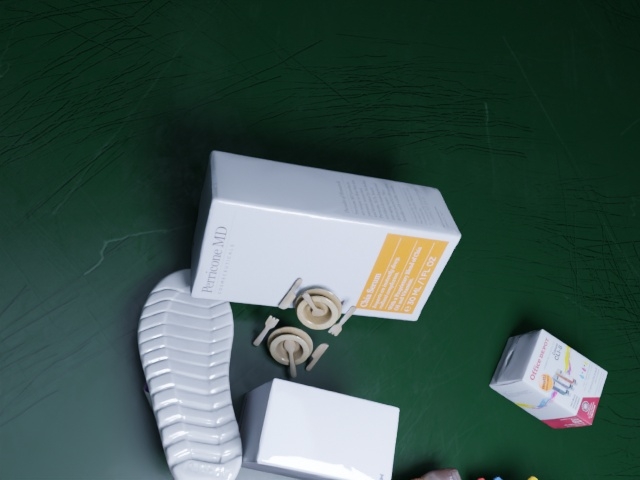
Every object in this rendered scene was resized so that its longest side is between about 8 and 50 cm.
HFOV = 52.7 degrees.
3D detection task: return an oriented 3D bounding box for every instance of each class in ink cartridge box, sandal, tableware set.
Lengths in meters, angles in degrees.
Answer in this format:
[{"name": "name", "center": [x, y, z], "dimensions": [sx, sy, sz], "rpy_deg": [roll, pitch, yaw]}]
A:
[{"name": "ink cartridge box", "center": [0.476, 0.291, 1.357], "dimensions": [0.176, 0.127, 0.128], "rpy_deg": [33, 65, -5]}, {"name": "sandal", "center": [-0.237, 0.241, 1.138], "dimensions": [0.169, 0.102, 0.416], "rpy_deg": [2, 55, -19]}, {"name": "tableware set", "center": [-0.033, 0.168, 1.192], "dimensions": [0.128, 0.194, 0.039], "rpy_deg": [28, 31, -11]}]

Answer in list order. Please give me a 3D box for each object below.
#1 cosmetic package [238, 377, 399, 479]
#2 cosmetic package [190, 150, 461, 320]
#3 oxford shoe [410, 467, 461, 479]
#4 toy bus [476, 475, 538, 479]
[{"name": "cosmetic package", "center": [-0.016, 0.339, 1.117], "dimensions": [0.224, 0.224, 0.138], "rpy_deg": [17, 68, -14]}, {"name": "cosmetic package", "center": [0.000, 0.000, 1.212], "dimensions": [0.453, 0.230, 0.161], "rpy_deg": [7, 37, -16]}, {"name": "oxford shoe", "center": [0.273, 0.589, 1.151], "dimensions": [0.132, 0.130, 0.364], "rpy_deg": [-14, 76, -30]}, {"name": "toy bus", "center": [0.369, 0.552, 1.221], "dimensions": [0.149, 0.220, 0.211], "rpy_deg": [-26, 50, -33]}]
